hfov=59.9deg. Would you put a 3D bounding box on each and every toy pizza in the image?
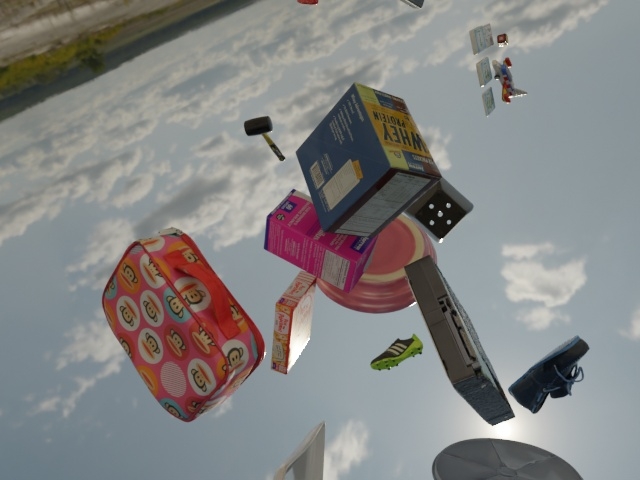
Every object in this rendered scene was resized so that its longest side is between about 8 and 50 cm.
[{"bbox_3d":[0.253,0.328,0.752,0.201,0.032,0.201,0,-172,0],"label":"toy pizza"}]

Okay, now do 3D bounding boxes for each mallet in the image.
[{"bbox_3d":[-0.131,-0.235,1.326,0.062,0.190,0.039,-6,-110,6],"label":"mallet"}]

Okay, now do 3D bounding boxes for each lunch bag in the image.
[{"bbox_3d":[-0.233,0.132,0.934,0.120,0.293,0.258,-23,159,-49],"label":"lunch bag"}]

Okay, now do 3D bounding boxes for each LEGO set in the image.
[{"bbox_3d":[0.400,-0.393,1.235,0.060,0.183,0.244,-6,-159,33],"label":"LEGO set"}]

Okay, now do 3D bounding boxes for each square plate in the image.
[{"bbox_3d":[-0.056,0.609,1.218,0.049,0.344,0.347,4,179,14],"label":"square plate"}]

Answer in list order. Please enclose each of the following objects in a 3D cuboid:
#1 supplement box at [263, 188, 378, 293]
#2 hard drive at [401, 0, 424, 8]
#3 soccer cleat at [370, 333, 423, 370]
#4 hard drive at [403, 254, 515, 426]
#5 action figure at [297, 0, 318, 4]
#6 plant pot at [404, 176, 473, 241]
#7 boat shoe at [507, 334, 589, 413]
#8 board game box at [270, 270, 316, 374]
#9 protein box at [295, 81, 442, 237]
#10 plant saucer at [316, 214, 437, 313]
[{"bbox_3d":[0.000,0.000,1.196,0.220,0.114,0.111,27,-130,14],"label":"supplement box"},{"bbox_3d":[0.119,-0.418,0.830,0.135,0.094,0.022,4,-164,-44],"label":"hard drive"},{"bbox_3d":[0.234,0.350,1.735,0.178,0.060,0.072,-22,-139,-5],"label":"soccer cleat"},{"bbox_3d":[0.267,0.201,1.050,0.064,0.339,0.237,-26,-126,12],"label":"hard drive"},{"bbox_3d":[-0.060,-0.633,1.131,0.138,0.280,0.092,10,-122,3],"label":"action figure"},{"bbox_3d":[0.407,-0.102,1.918,0.188,0.187,0.167,-48,-179,15],"label":"plant pot"},{"bbox_3d":[0.496,0.285,1.167,0.109,0.258,0.089,-27,-117,-23],"label":"boat shoe"},{"bbox_3d":[-0.062,0.189,1.290,0.045,0.194,0.147,15,-148,15],"label":"board game box"},{"bbox_3d":[0.083,-0.145,1.054,0.135,0.200,0.201,6,144,-39],"label":"protein box"},{"bbox_3d":[0.136,0.029,1.420,0.331,0.084,0.332,0,-130,0],"label":"plant saucer"}]
